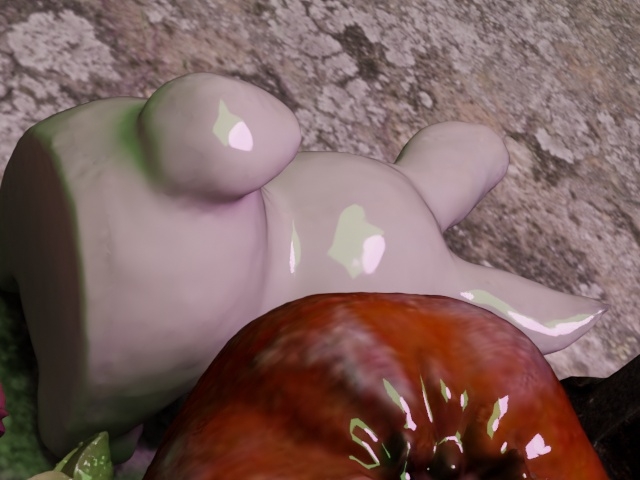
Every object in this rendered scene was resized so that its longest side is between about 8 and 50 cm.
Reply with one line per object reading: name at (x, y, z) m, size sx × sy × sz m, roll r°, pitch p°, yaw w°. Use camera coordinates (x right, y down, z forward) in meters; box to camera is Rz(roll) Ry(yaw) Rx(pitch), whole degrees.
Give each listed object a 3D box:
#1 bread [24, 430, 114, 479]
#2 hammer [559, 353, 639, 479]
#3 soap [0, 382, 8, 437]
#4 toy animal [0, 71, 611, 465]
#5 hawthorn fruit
bread at (-0.122, 0.190, 0.676) m, size 0.152 × 0.077 × 0.105 m, roll 51°, pitch 42°, yaw 10°
hammer at (0.167, 0.255, 0.697) m, size 0.095 × 0.242 × 0.408 m, roll 31°, pitch 36°, yaw -29°
soap at (-0.294, 0.001, 0.691) m, size 0.182 × 0.112 × 0.289 m, roll 1°, pitch 52°, yaw -41°
toy animal at (-0.008, 0.006, 0.807) m, size 0.368 × 0.241 × 0.196 m, roll 4°, pitch 54°, yaw -36°
hawthorn fruit at (0.033, 0.165, 0.641) m, size 0.284 × 0.284 × 0.284 m, roll 22°, pitch 43°, yaw -22°
